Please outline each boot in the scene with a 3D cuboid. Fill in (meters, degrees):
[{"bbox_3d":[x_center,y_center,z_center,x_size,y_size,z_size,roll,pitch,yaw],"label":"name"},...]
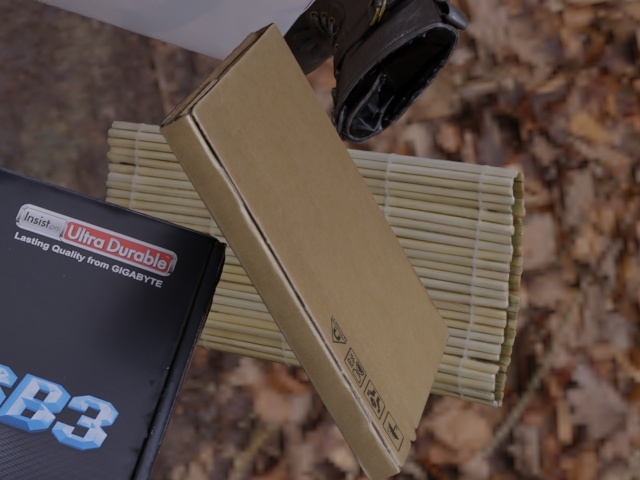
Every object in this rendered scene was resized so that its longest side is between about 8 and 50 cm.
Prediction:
[{"bbox_3d":[0.023,-0.163,1.488,0.091,0.263,0.229,26,41,-23],"label":"boot"}]

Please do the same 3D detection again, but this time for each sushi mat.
[{"bbox_3d":[-0.015,0.010,1.188,0.019,0.316,0.151,-11,107,-59],"label":"sushi mat"}]

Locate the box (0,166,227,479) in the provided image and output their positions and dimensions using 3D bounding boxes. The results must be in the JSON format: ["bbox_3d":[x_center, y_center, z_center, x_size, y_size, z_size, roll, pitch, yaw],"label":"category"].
[{"bbox_3d":[-0.226,0.086,0.875,0.295,0.073,0.293,19,60,-1],"label":"box"}]

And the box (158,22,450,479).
[{"bbox_3d":[0.000,0.000,0.911,0.201,0.021,0.164,60,21,-12],"label":"box"}]

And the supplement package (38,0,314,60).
[{"bbox_3d":[-0.132,-0.264,1.181,0.293,0.177,0.175,17,50,-25],"label":"supplement package"}]
